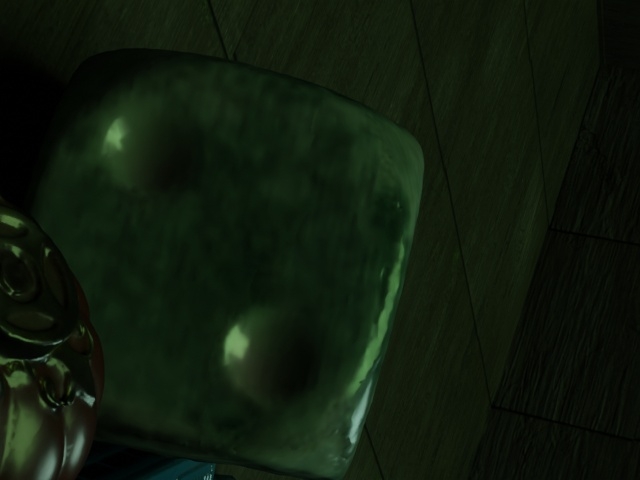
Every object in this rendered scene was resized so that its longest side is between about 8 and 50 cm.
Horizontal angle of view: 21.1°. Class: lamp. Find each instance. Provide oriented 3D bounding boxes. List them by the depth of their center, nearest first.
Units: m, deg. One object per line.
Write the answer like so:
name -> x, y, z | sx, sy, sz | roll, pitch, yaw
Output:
lamp -> -0.295, 0.080, 1.217 | 0.303, 0.257, 0.303 | 36, 37, -34

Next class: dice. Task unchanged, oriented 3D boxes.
dice -> -0.102, 0.037, 1.563 | 0.328, 0.330, 0.348 | 111, -5, -81

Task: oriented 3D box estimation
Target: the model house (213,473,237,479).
model house -> -0.087, 0.456, 2.160 | 0.215, 0.237, 0.303 | 7, 97, -70

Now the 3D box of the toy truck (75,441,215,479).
toy truck -> -0.242, 0.265, 1.672 | 0.385, 0.162, 0.161 | -10, 113, -70

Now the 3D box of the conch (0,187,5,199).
conch -> -0.317, 0.024, 1.442 | 0.170, 0.079, 0.106 | -53, 145, -23
